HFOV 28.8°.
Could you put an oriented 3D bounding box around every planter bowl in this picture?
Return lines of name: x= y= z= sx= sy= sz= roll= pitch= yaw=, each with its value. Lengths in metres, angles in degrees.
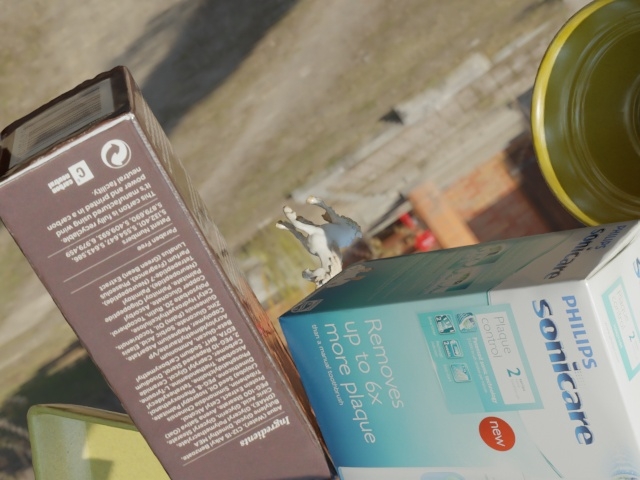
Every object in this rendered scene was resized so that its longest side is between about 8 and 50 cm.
planter bowl: x=0.301 y=-0.113 z=1.120 sx=0.090 sy=0.217 sz=0.217 roll=-5 pitch=156 yaw=-40

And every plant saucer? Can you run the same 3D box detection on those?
plant saucer: x=-0.181 y=0.345 z=1.537 sx=0.081 sy=0.333 sz=0.332 roll=-58 pitch=152 yaw=-57

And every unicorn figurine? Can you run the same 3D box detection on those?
unicorn figurine: x=0.000 y=0.000 z=1.536 sx=0.162 sy=0.111 sz=0.060 roll=-37 pitch=157 yaw=-42

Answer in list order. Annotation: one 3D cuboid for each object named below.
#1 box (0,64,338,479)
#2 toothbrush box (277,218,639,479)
box: x=-0.136 y=0.054 z=1.108 sx=0.143 sy=0.381 sz=0.191 roll=-29 pitch=-158 yaw=1
toothbrush box: x=0.142 y=0.119 z=1.020 sx=0.296 sy=0.216 sz=0.126 roll=-9 pitch=-163 yaw=38
